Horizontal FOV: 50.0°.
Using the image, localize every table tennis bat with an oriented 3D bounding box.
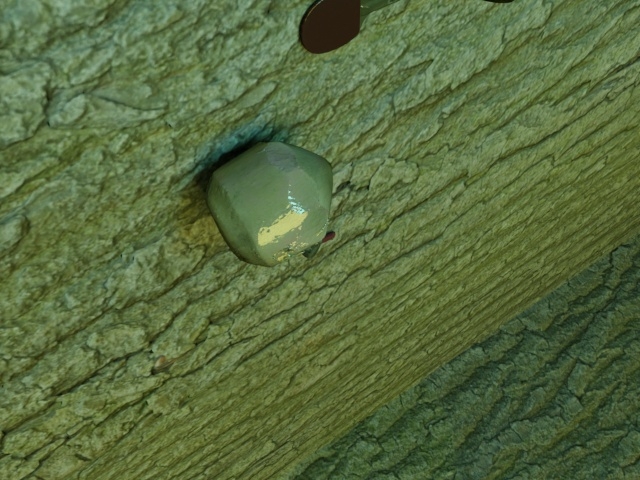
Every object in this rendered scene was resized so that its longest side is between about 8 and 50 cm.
[{"bbox_3d":[0.040,-0.294,0.891,0.156,0.013,0.087,-28,148,-17],"label":"table tennis bat"}]

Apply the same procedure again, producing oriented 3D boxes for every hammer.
[{"bbox_3d":[0.000,0.000,1.263,0.083,0.031,0.052,-26,154,-46],"label":"hammer"}]

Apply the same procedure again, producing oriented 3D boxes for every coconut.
[{"bbox_3d":[-0.059,-0.054,0.956,0.183,0.171,0.171,-28,151,-4],"label":"coconut"}]

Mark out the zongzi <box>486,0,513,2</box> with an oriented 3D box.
[{"bbox_3d":[0.194,-0.400,0.865,0.187,0.084,0.184,-11,127,-36],"label":"zongzi"}]
